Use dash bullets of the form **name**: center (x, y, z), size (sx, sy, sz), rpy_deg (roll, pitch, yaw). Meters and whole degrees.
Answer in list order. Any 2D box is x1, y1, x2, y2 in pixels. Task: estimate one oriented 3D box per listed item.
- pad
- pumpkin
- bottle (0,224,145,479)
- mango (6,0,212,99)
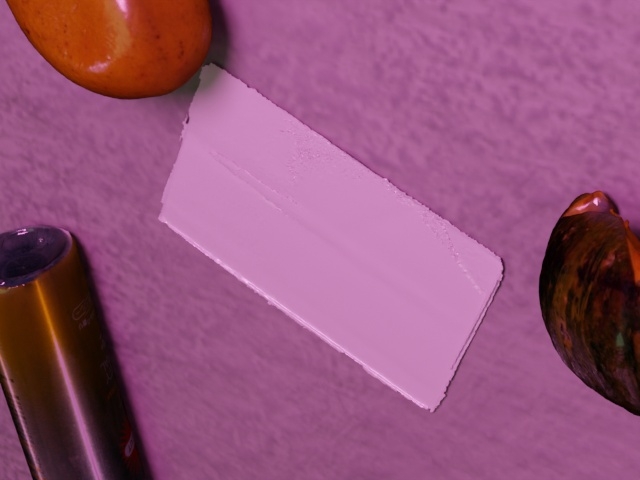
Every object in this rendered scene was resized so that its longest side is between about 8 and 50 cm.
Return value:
- **pad**: center (0.000, 0.000, 1.184), size (0.232, 0.004, 0.156), rpy_deg (35, 138, 13)
- **pumpkin**: center (0.188, 0.042, 0.991), size (0.183, 0.107, 0.119), rpy_deg (2, 128, 40)
- **bottle**: center (-0.184, 0.129, 1.377), size (0.082, 0.082, 0.286), rpy_deg (11, 127, 33)
- **mango**: center (-0.137, -0.148, 1.120), size (0.165, 0.089, 0.115), rpy_deg (29, 134, 23)
